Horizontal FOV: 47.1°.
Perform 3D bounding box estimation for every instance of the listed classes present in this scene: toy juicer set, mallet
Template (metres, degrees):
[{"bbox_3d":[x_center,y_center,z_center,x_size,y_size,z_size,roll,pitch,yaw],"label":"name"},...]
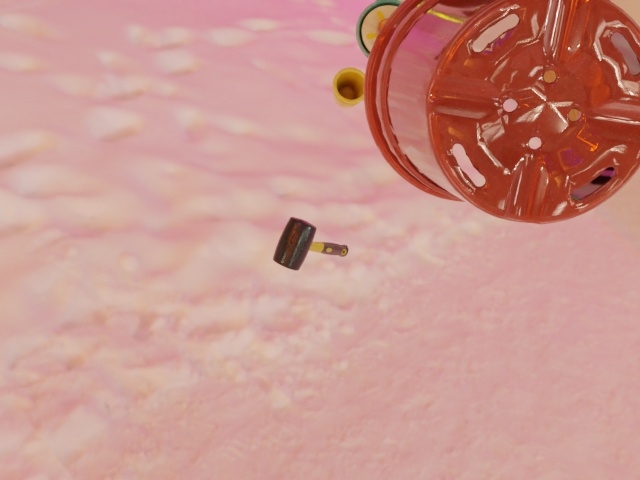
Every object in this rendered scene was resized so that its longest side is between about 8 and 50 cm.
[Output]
[{"bbox_3d":[0.166,-0.375,1.387,0.209,0.329,0.089,22,-10,-4],"label":"toy juicer set"},{"bbox_3d":[0.000,0.000,0.960,0.039,0.062,0.189,26,13,22],"label":"mallet"}]

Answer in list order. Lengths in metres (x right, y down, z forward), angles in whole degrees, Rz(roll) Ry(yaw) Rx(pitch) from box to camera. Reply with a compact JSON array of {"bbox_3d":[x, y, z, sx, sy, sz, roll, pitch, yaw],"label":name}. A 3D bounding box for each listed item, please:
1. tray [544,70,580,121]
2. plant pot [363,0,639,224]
[{"bbox_3d":[0.397,-0.363,1.179,0.076,0.411,0.203,-4,16,43],"label":"tray"},{"bbox_3d":[0.187,-0.144,0.742,0.272,0.272,0.265,14,15,-4],"label":"plant pot"}]
